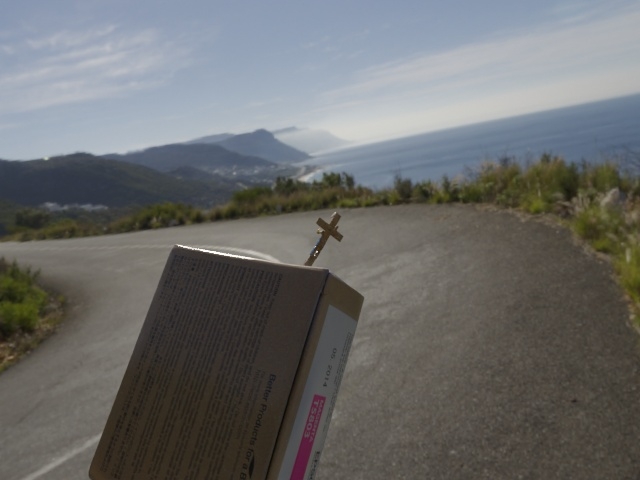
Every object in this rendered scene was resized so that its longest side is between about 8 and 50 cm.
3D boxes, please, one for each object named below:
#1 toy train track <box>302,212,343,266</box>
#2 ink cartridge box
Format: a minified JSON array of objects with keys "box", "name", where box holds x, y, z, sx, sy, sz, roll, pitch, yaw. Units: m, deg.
[{"box":[0.000,0.000,0.724,0.014,0.048,0.083,14,70,56],"name":"toy train track"},{"box":[-0.085,0.134,0.516,0.193,0.235,0.088,9,-16,31],"name":"ink cartridge box"}]
